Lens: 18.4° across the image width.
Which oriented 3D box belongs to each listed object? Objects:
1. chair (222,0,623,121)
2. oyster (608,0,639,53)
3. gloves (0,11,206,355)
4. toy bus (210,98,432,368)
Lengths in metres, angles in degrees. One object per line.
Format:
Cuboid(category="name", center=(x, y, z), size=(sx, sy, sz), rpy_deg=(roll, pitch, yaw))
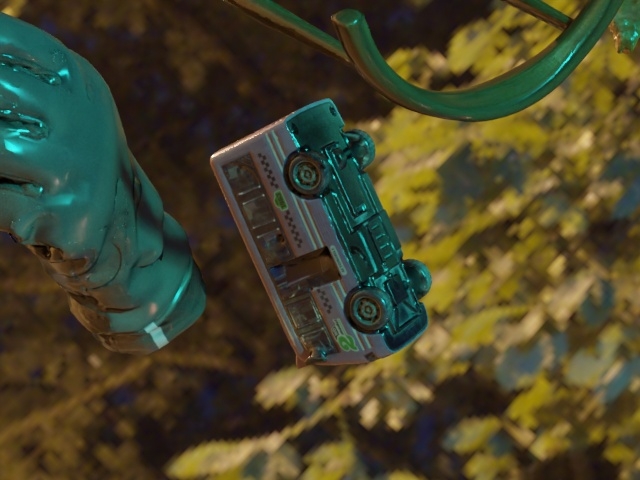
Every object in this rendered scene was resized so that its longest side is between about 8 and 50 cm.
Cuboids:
Cuboid(category="chair", center=(0.025, -0.197, 1.043), size=(0.272, 0.188, 0.166), rpy_deg=(44, -45, 40))
Cuboid(category="oyster", center=(0.260, -0.245, 1.636), size=(0.121, 0.146, 0.045), rpy_deg=(45, 4, -5))
Cuboid(category="gloves", center=(-0.156, -0.042, 1.107), size=(0.119, 0.142, 0.285), rpy_deg=(-26, -42, 21))
Cuboid(category="toy bus", center=(0.000, 0.000, 1.521), size=(0.108, 0.096, 0.199), rpy_deg=(-21, -85, 29))
